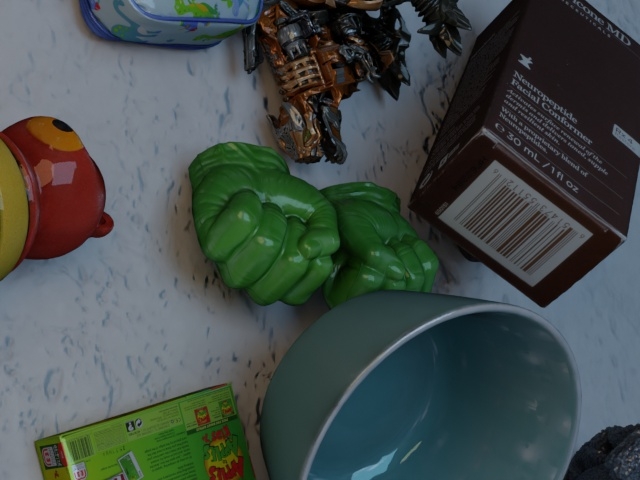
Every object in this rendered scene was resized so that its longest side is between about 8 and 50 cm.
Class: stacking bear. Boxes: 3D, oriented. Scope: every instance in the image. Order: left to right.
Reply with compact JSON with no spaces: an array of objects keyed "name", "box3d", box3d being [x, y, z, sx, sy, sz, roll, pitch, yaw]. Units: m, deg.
[{"name":"stacking bear","box3d":[-0.279,-0.029,0.901,0.289,0.175,0.164,-12,131,-55]}]

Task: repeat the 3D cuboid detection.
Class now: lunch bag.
[{"name":"lunch bag","box3d":[-0.155,-0.293,1.139,0.176,0.090,0.219,-8,83,-45]}]

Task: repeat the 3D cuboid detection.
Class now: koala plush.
[{"name":"koala plush","box3d":[0.313,0.339,1.353,0.221,0.203,0.196,-44,100,-19]}]

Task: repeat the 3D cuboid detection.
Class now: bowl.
[{"name":"bowl","box3d":[0.069,0.168,1.109,0.311,0.163,0.312,-15,120,-27]}]

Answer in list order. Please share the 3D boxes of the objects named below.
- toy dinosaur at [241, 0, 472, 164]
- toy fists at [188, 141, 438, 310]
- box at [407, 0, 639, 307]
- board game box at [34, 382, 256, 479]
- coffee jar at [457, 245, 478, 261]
[{"name":"toy dinosaur","box3d":[0.022,-0.237,1.258,0.218,0.164,0.322,6,95,-25]},{"name":"toy fists","box3d":[0.000,0.000,1.164,0.279,0.096,0.142,16,48,-40]},{"name":"box","box3d":[0.249,-0.125,1.351,0.191,0.143,0.381,36,39,-9]},{"name":"board game box","box3d":[-0.145,0.188,1.034,0.181,0.043,0.092,-12,87,-44]},{"name":"coffee jar","box3d":[0.228,-0.032,1.424,0.184,0.079,0.096,-11,76,-45]}]
